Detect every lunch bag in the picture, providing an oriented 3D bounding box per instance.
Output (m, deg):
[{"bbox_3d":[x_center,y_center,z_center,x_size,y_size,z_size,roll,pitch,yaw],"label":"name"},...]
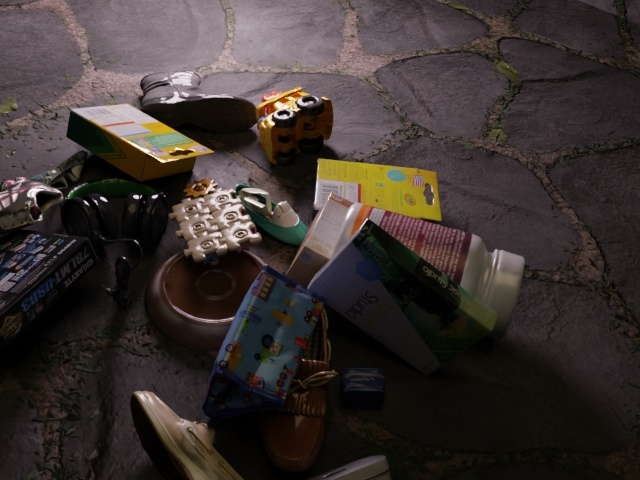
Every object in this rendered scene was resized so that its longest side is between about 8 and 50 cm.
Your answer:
[{"bbox_3d":[0.080,0.294,1.509,0.098,0.067,0.065,3,44,-3],"label":"lunch bag"},{"bbox_3d":[-0.136,0.212,1.414,0.138,0.293,0.221,30,59,-11],"label":"lunch bag"}]

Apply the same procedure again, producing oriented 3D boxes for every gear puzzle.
[{"bbox_3d":[-0.264,-0.052,1.783,0.175,0.044,0.339,-19,39,-12],"label":"gear puzzle"}]

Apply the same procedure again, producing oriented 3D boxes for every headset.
[{"bbox_3d":[-0.470,-0.019,1.738,0.243,0.185,0.394,-4,30,-18],"label":"headset"}]

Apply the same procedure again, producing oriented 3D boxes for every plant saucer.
[{"bbox_3d":[-0.234,0.109,1.672,0.311,0.050,0.310,4,45,-4],"label":"plant saucer"}]

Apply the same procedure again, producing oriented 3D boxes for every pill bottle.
[{"bbox_3d":[0.229,0.072,1.648,0.392,0.224,0.224,16,44,9],"label":"pill bottle"}]

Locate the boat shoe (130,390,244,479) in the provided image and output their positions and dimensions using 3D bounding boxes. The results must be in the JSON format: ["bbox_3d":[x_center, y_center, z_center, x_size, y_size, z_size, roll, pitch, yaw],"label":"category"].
[{"bbox_3d":[-0.234,0.381,1.352,0.098,0.109,0.302,-26,59,-37],"label":"boat shoe"}]

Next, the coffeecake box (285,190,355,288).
[{"bbox_3d":[0.000,0.000,1.730,0.068,0.142,0.185,29,50,-3],"label":"coffeecake box"}]

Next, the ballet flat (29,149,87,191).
[{"bbox_3d":[-0.647,-0.160,1.890,0.070,0.070,0.188,30,50,22],"label":"ballet flat"}]

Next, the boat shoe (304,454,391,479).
[{"bbox_3d":[0.008,0.460,1.315,0.267,0.096,0.088,-14,84,-28],"label":"boat shoe"}]

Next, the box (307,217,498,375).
[{"bbox_3d":[0.158,0.123,1.506,0.322,0.232,0.058,35,48,-5],"label":"box"}]

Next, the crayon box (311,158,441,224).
[{"bbox_3d":[0.141,-0.104,1.919,0.319,0.081,0.202,6,44,-1],"label":"crayon box"}]

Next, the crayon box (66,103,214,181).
[{"bbox_3d":[-0.465,-0.247,1.936,0.323,0.083,0.203,29,26,22],"label":"crayon box"}]

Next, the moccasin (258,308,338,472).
[{"bbox_3d":[-0.037,0.268,1.461,0.139,0.147,0.380,11,44,4],"label":"moccasin"}]

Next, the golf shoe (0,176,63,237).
[{"bbox_3d":[-0.678,-0.061,1.622,0.120,0.105,0.273,6,32,18],"label":"golf shoe"}]

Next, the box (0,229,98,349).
[{"bbox_3d":[-0.665,0.088,1.549,0.293,0.073,0.295,4,38,29],"label":"box"}]

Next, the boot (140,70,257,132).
[{"bbox_3d":[-0.350,-0.417,2.157,0.338,0.118,0.222,3,39,-11],"label":"boot"}]

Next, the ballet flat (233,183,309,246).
[{"bbox_3d":[-0.124,-0.069,1.841,0.247,0.087,0.083,27,44,18],"label":"ballet flat"}]

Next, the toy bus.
[{"bbox_3d":[-0.106,-0.336,2.081,0.220,0.149,0.211,-31,52,-31],"label":"toy bus"}]
